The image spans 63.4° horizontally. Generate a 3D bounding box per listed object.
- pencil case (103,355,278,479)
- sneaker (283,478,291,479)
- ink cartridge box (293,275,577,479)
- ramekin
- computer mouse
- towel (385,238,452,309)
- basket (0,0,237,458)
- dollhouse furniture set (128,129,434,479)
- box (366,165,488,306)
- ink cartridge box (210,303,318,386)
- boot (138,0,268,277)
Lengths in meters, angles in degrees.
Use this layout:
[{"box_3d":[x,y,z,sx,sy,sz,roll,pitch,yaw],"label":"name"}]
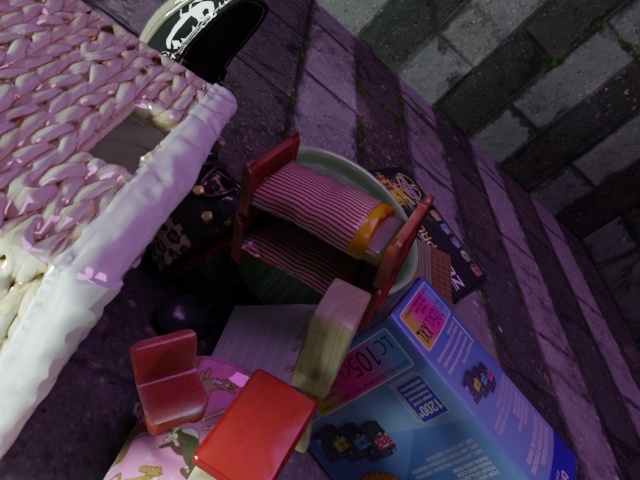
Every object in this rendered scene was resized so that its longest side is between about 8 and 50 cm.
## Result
[{"box_3d":[-0.151,0.286,0.458,0.160,0.167,0.386,58,25,-22],"label":"pencil case"},{"box_3d":[-0.062,0.361,0.602,0.065,0.061,0.157,8,42,-11],"label":"sneaker"},{"box_3d":[0.157,0.287,0.730,0.395,0.270,0.151,50,34,2],"label":"ink cartridge box"},{"box_3d":[0.000,0.000,0.877,0.304,0.148,0.303,21,44,-22],"label":"ramekin"},{"box_3d":[-0.146,0.097,0.786,0.242,0.041,0.071,-11,64,-56],"label":"computer mouse"},{"box_3d":[0.113,0.060,1.052,0.370,0.040,0.271,26,47,-16],"label":"towel"},{"box_3d":[-0.294,-0.026,0.473,0.267,0.331,0.328,33,34,-15],"label":"basket"},{"box_3d":[-0.045,0.053,0.535,0.201,0.152,0.374,27,41,11],"label":"dollhouse furniture set"},{"box_3d":[0.226,-0.005,1.310,0.318,0.097,0.394,-16,68,-52],"label":"box"},{"box_3d":[-0.056,0.150,0.705,0.145,0.180,0.045,-71,154,-48],"label":"ink cartridge box"},{"box_3d":[-0.168,-0.145,0.719,0.284,0.377,0.138,61,25,10],"label":"boot"}]
